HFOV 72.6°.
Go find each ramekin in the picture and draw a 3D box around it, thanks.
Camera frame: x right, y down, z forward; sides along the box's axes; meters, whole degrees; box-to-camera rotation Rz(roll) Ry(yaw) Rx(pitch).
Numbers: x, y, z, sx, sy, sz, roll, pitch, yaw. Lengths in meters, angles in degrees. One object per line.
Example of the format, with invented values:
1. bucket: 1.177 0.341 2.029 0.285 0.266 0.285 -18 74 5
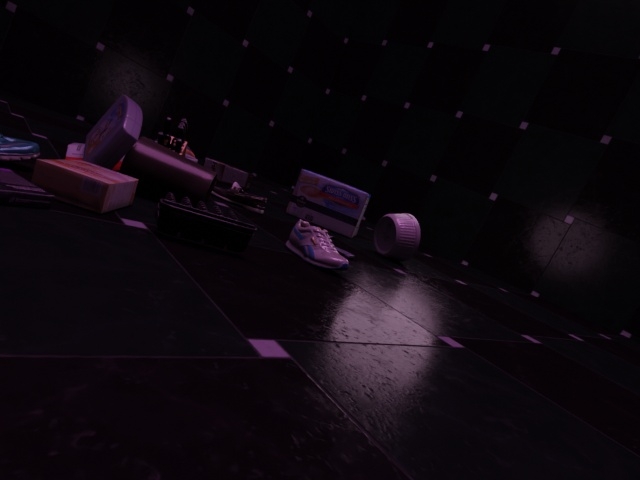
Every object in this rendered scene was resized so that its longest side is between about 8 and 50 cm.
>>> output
1. ramekin: 0.313 -0.017 1.839 0.108 0.207 0.207 6 14 -26

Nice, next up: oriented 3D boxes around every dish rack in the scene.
1. dish rack: -0.280 -0.052 1.017 0.208 0.074 0.271 18 8 -24

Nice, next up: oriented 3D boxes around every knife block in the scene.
1. knife block: -0.527 -0.317 1.546 0.088 0.242 0.276 20 8 -13

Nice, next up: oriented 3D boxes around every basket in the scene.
1. basket: -0.428 -0.182 1.257 0.226 0.154 0.204 23 9 -9

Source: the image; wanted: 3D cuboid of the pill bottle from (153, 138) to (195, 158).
1. pill bottle: -0.691 -0.402 2.056 0.245 0.131 0.130 24 8 39

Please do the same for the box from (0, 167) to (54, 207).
1. box: -0.571 -0.099 0.764 0.162 0.029 0.116 23 9 25

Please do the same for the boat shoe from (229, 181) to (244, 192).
1. boat shoe: -0.367 -0.213 1.913 0.063 0.066 0.184 33 3 -15

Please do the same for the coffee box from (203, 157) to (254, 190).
1. coffee box: -0.505 -0.360 2.387 0.246 0.098 0.141 21 8 1

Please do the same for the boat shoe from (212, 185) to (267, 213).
1. boat shoe: -0.324 -0.177 1.739 0.227 0.069 0.081 21 8 2

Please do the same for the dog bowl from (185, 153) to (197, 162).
1. dog bowl: -0.657 -0.334 1.820 0.264 0.104 0.265 20 8 -3

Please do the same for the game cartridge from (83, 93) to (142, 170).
1. game cartridge: -0.583 -0.302 1.226 0.062 0.198 0.297 34 15 -39

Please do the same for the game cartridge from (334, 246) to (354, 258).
1. game cartridge: 0.072 0.042 1.483 0.083 0.017 0.056 25 13 29

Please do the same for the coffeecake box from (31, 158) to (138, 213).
1. coffeecake box: -0.499 -0.121 0.942 0.142 0.068 0.185 19 8 -9

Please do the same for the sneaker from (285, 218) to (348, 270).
1. sneaker: -0.007 0.015 1.193 0.228 0.092 0.087 30 10 41

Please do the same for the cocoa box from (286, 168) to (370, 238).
1. cocoa box: 0.046 -0.182 2.132 0.346 0.228 0.231 22 8 7

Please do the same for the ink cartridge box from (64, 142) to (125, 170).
1. ink cartridge box: -0.670 -0.256 1.321 0.180 0.056 0.224 2 14 -20

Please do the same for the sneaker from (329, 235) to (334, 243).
1. sneaker: 0.000 0.000 1.494 0.057 0.052 0.135 13 -2 19

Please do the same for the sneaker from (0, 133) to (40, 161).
1. sneaker: -0.756 -0.239 0.934 0.275 0.110 0.107 16 9 -37
